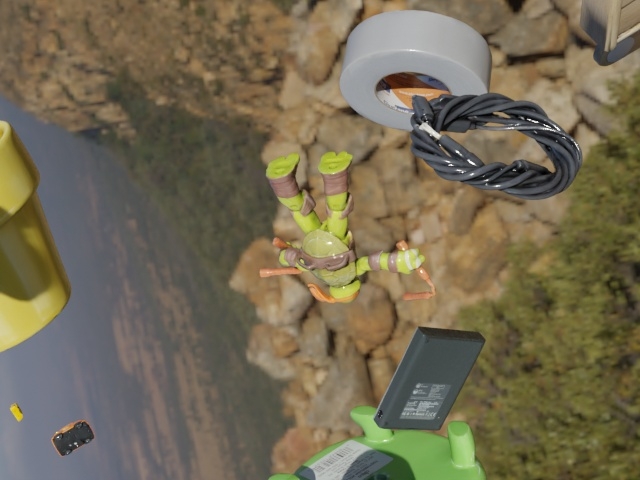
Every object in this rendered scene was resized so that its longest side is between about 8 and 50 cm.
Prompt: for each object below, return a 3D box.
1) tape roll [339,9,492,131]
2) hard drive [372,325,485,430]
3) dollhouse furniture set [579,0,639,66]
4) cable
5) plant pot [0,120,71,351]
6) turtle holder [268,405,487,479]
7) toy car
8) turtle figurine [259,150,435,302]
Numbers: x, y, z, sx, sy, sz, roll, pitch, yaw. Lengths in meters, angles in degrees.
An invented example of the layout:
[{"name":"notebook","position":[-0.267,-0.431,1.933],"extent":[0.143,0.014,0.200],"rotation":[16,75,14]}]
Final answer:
[{"name":"tape roll","position":[0.140,-0.244,1.688],"extent":[0.219,0.219,0.072],"rotation":[118,164,-65]},{"name":"hard drive","position":[0.128,0.164,1.352],"extent":[0.022,0.094,0.135],"rotation":[53,127,49]},{"name":"dollhouse furniture set","position":[0.405,-0.143,1.006],"extent":[0.355,0.174,0.303],"rotation":[55,173,26]},{"name":"cable","position":[0.178,-0.094,1.126],"extent":[0.150,0.184,0.047],"rotation":[-99,24,-55]},{"name":"plant pot","position":[-0.451,0.009,1.492],"extent":[0.239,0.254,0.254],"rotation":[62,172,-25]},{"name":"turtle holder","position":[0.114,0.348,1.351],"extent":[0.243,0.320,0.227],"rotation":[-48,-52,-56]},{"name":"toy car","position":[-0.382,0.255,1.642],"extent":[0.122,0.060,0.040],"rotation":[46,174,-20]},{"name":"turtle figurine","position":[0.000,0.000,1.419],"extent":[0.269,0.087,0.217],"rotation":[6,128,37]}]
